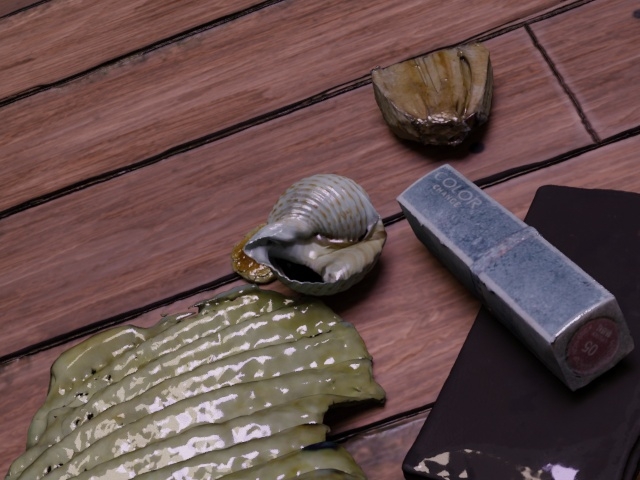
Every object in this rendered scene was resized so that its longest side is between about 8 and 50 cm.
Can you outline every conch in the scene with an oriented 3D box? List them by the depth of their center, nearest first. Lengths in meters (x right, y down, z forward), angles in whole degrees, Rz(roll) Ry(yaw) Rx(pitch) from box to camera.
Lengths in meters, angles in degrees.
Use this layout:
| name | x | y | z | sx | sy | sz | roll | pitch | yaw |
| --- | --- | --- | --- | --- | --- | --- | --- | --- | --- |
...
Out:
| name | x | y | z | sx | sy | sz | roll | pitch | yaw |
| --- | --- | --- | --- | --- | --- | --- | --- | --- | --- |
| conch | 0.002 | 0.003 | 1.046 | 0.135 | 0.102 | 0.153 | 33 | 64 | 29 |

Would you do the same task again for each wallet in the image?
| name | x | y | z | sx | sy | sz | roll | pitch | yaw |
| --- | --- | --- | --- | --- | --- | --- | --- | --- | --- |
| wallet | 0.232 | 0.087 | 0.915 | 0.197 | 0.051 | 0.377 | 9 | 53 | 32 |

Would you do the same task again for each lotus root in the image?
| name | x | y | z | sx | sy | sz | roll | pitch | yaw |
| --- | --- | --- | --- | --- | --- | --- | --- | --- | --- |
| lotus root | 0.135 | -0.154 | 1.161 | 0.143 | 0.070 | 0.144 | -9 | 43 | 6 |

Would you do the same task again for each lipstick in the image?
| name | x | y | z | sx | sy | sz | roll | pitch | yaw |
| --- | --- | --- | --- | --- | --- | --- | --- | --- | --- |
| lipstick | 0.167 | 0.020 | 0.925 | 0.077 | 0.076 | 0.289 | -35 | 36 | -3 |

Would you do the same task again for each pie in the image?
| name | x | y | z | sx | sy | sz | roll | pitch | yaw |
| --- | --- | --- | --- | --- | --- | --- | --- | --- | --- |
| pie | -0.061 | 0.012 | 1.120 | 0.084 | 0.020 | 0.084 | -11 | 47 | 12 |

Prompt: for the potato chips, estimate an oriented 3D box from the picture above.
| name | x | y | z | sx | sy | sz | roll | pitch | yaw |
| --- | --- | --- | --- | --- | --- | --- | --- | --- | --- |
| potato chips | -0.142 | 0.179 | 0.923 | 0.389 | 0.097 | 0.373 | -14 | 23 | 13 |
